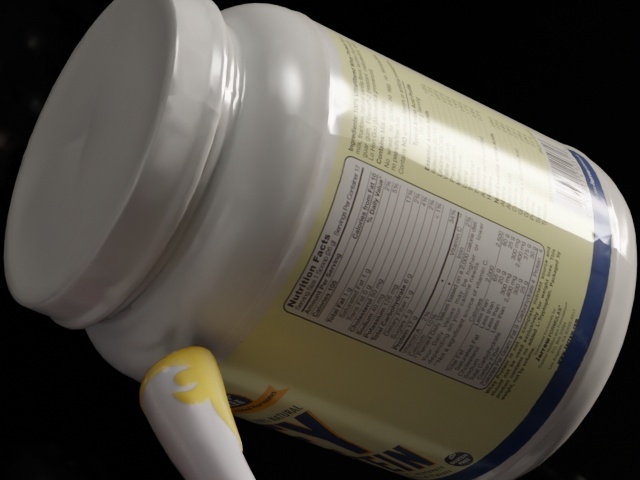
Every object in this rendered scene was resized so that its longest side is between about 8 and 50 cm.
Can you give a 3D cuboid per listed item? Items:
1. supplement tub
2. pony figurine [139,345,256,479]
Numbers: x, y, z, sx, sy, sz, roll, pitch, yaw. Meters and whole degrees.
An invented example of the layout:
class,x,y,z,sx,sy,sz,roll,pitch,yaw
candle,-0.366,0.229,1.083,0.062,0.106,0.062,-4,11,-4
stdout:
class,x,y,z,sx,sy,sz,roll,pitch,yaw
supplement tub,0.000,0.000,1.052,0.235,0.325,0.235,-41,-143,41
pony figurine,-0.051,0.196,0.733,0.351,0.302,0.363,-27,-150,-32
